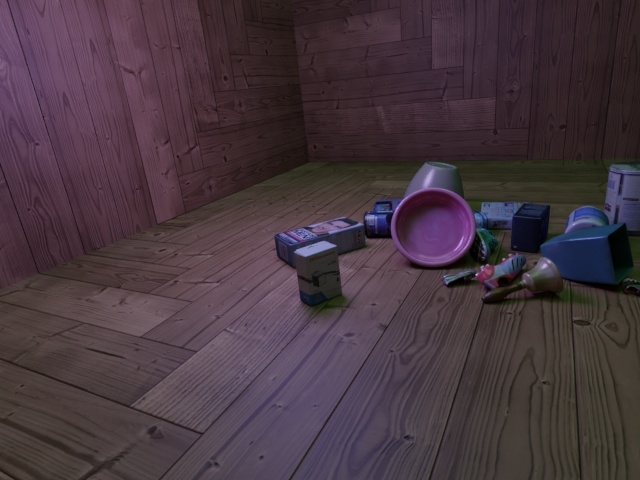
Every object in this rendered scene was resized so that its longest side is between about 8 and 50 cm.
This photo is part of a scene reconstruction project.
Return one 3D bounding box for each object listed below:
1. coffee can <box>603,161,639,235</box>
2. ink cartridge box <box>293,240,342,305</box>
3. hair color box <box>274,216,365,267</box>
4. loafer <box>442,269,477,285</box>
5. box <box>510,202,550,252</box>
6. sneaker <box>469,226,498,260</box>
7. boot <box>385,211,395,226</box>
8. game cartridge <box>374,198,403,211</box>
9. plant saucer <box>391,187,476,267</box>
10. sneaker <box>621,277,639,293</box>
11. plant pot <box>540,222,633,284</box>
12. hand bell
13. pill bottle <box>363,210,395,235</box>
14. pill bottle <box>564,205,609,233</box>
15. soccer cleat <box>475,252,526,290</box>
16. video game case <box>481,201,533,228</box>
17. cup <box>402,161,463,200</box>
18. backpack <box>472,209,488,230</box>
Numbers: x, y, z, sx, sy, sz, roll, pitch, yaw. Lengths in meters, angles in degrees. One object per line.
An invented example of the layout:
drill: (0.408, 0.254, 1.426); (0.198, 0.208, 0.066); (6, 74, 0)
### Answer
coffee can: (1.334, -0.180, 1.821); (0.202, 0.275, 0.201); (-5, 20, 2)
ink cartridge box: (-0.007, 0.115, 1.521); (0.140, 0.190, 0.082); (-18, 23, -30)
hair color box: (0.000, 0.000, 1.952); (0.374, 0.113, 0.185); (-15, 22, -26)
loafer: (0.504, 0.139, 1.538); (0.125, 0.045, 0.039); (-12, 37, 2)
box: (0.882, -0.056, 1.794); (0.108, 0.153, 0.207); (9, 26, 35)
sneaker: (0.680, 0.004, 1.771); (0.110, 0.107, 0.275); (8, 23, 11)
boot: (0.452, -0.117, 1.947); (0.264, 0.096, 0.280); (3, 21, 20)
game cartridge: (0.415, -0.168, 2.380); (0.230, 0.068, 0.355); (1, 21, 8)
plant saucer: (0.457, -0.048, 1.742); (0.332, 0.332, 0.084); (-2, -14, 12)
sneaker: (1.020, 0.153, 1.344); (0.119, 0.047, 0.057); (1, 26, 40)
plant pot: (0.913, 0.048, 1.484); (0.165, 0.165, 0.234); (-21, 8, -35)
hand bell: (0.644, 0.155, 1.401); (0.242, 0.126, 0.126); (-20, 21, -1)
pill bottle: (0.323, -0.083, 2.073); (0.219, 0.122, 0.123); (0, 21, 15)
pill bottle: (1.073, -0.049, 1.718); (0.152, 0.152, 0.272); (7, 24, 32)
soccer cleat: (0.660, 0.115, 1.521); (0.248, 0.083, 0.095); (-13, 50, -31)
video game case: (0.920, -0.124, 2.101); (0.244, 0.061, 0.269); (1, 21, 22)
cup: (0.624, -0.290, 2.296); (0.331, 0.237, 0.331); (6, 21, -2)
backpack: (0.726, -0.080, 1.973); (0.084, 0.105, 0.114); (-5, 25, 5)
